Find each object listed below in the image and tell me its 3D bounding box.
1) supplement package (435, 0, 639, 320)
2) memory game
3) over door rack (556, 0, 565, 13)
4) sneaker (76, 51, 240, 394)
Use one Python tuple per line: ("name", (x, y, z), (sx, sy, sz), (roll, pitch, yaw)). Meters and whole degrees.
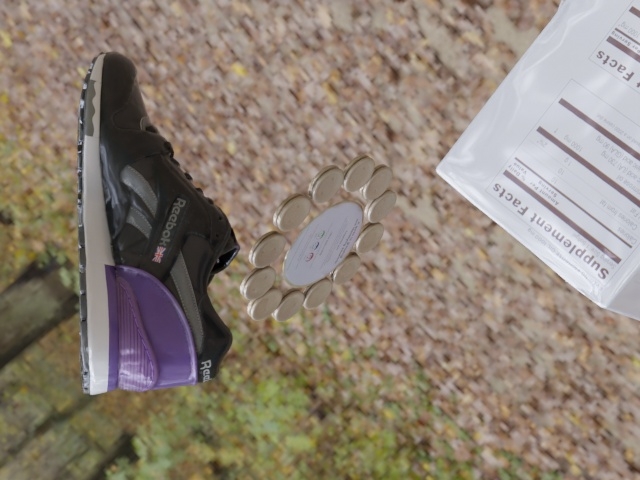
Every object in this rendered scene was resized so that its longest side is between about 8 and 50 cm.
("supplement package", (0.210, -0.087, 0.648), (0.134, 0.244, 0.139), (42, -167, 27))
("memory game", (0.000, 0.000, 0.991), (0.012, 0.186, 0.186), (41, 161, 29))
("over door rack", (0.442, -0.288, 1.403), (0.324, 0.240, 0.108), (19, -179, -30))
("sneaker", (-0.130, -0.017, 0.866), (0.107, 0.124, 0.283), (118, 148, -65))
